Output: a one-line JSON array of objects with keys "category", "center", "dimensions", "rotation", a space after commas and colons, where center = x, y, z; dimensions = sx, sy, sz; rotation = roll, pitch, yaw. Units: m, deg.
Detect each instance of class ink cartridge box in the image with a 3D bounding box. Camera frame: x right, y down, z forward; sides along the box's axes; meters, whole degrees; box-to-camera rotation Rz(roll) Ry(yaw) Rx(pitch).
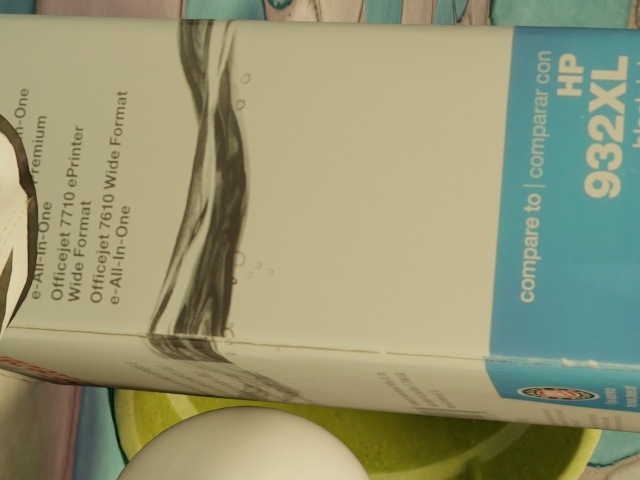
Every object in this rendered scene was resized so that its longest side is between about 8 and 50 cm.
[{"category": "ink cartridge box", "center": [0.000, 0.000, 0.670], "dimensions": [0.223, 0.307, 0.129], "rotation": [45, 49, -75]}]

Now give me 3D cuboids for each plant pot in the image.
[{"category": "plant pot", "center": [0.022, 0.018, 0.992], "dimensions": [0.254, 0.276, 0.276], "rotation": [-89, 176, -49]}]

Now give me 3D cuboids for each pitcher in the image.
[{"category": "pitcher", "center": [-0.070, 0.144, 0.704], "dimensions": [0.207, 0.178, 0.125], "rotation": [-6, 87, -74]}]

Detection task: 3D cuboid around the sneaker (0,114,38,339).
[{"category": "sneaker", "center": [-0.158, -0.065, 0.343], "dimensions": [0.257, 0.169, 0.447], "rotation": [-79, 178, -67]}]
